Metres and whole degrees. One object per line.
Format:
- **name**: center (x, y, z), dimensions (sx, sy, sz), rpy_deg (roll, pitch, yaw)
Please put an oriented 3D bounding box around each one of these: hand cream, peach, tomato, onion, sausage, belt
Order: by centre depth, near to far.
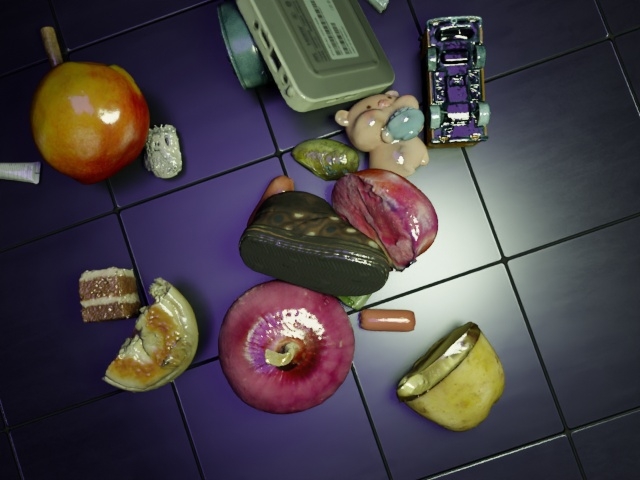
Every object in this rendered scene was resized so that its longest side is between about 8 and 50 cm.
- **onion**: center (-0.077, 0.283, 1.469), dimensions (0.359, 0.345, 0.357), rpy_deg (-9, 112, -24)
- **tomato**: center (0.180, -0.071, 1.472), dimensions (0.176, 0.335, 0.289), rpy_deg (-30, 87, -23)
- **peach**: center (-0.621, -0.316, 1.534), dimensions (0.308, 0.308, 0.332), rpy_deg (13, 100, 4)
- **belt**: center (-0.211, -0.547, 1.564), dimensions (0.116, 0.206, 0.267), rpy_deg (-17, 72, 4)
- **sausage**: center (0.185, 0.221, 1.572), dimensions (0.154, 0.062, 0.062), rpy_deg (2, 87, 3)
- **sausage**: center (-0.140, -0.096, 1.601), dimensions (0.077, 0.077, 0.194), rpy_deg (30, 88, 4)
- **hand cream**: center (-0.920, -0.203, 1.665), dimensions (0.195, 0.042, 0.067), rpy_deg (3, 79, -2)

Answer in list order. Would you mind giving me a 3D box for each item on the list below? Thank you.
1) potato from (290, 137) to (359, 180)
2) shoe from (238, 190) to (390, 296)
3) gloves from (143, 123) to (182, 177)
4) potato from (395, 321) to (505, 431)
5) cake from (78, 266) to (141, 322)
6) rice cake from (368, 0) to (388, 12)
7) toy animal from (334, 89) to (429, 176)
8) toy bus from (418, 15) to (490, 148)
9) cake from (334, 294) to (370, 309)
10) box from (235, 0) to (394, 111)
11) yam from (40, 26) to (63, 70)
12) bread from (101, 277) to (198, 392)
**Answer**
- **potato**: center (0.013, -0.235, 1.612), dimensions (0.198, 0.054, 0.119), rpy_deg (22, 91, 4)
- **shoe**: center (0.000, 0.000, 1.463), dimensions (0.385, 0.237, 0.171), rpy_deg (12, 132, 10)
- **gloves**: center (-0.457, -0.252, 1.625), dimensions (0.115, 0.070, 0.153), rpy_deg (-8, 88, 2)
- **potato**: center (0.362, 0.377, 1.488), dimensions (0.242, 0.242, 0.285), rpy_deg (44, 83, 4)
- **cake**: center (-0.583, 0.151, 1.582), dimensions (0.135, 0.135, 0.147), rpy_deg (-6, 82, 3)
- **rice cake**: center (0.111, -0.740, 1.639), dimensions (0.211, 0.043, 0.034), rpy_deg (43, 85, 4)
- **toy animal**: center (0.187, -0.278, 1.547), dimensions (0.210, 0.230, 0.221), rpy_deg (-31, 129, -26)
- **toy bus**: center (0.354, -0.414, 1.534), dimensions (0.162, 0.194, 0.323), rpy_deg (-3, 90, 3)
- **cake**: center (0.038, 0.094, 1.570), dimensions (0.235, 0.099, 0.100), rpy_deg (36, 87, 5)
- **box**: center (-0.004, -0.540, 1.512), dimensions (0.373, 0.090, 0.367), rpy_deg (-24, 85, -39)
- **yam**: center (-0.765, -0.463, 1.668), dimensions (0.045, 0.045, 0.326), rpy_deg (-12, 87, -29)
- **bread**: center (-0.430, 0.272, 1.546), dimensions (0.192, 0.171, 0.313), rpy_deg (27, 94, -9)
